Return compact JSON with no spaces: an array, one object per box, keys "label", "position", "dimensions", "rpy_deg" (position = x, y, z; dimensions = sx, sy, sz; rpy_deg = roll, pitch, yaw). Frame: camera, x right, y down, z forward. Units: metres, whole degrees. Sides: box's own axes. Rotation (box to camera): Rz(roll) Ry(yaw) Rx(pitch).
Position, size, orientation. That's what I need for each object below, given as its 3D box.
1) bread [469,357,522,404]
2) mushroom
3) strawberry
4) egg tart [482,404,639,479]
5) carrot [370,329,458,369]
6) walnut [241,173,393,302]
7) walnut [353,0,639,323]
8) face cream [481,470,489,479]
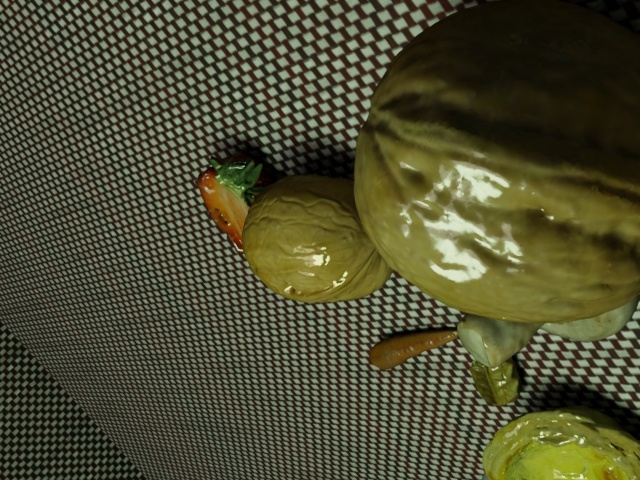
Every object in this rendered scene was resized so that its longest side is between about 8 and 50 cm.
[{"label":"bread","position":[0.250,0.191,1.593],"dimensions":[0.066,0.060,0.110],"rpy_deg":[-10,129,20]},{"label":"mushroom","position":[0.247,0.035,1.252],"dimensions":[0.206,0.209,0.206],"rpy_deg":[24,122,45]},{"label":"strawberry","position":[-0.107,-0.060,1.658],"dimensions":[0.140,0.085,0.192],"rpy_deg":[-8,125,53]},{"label":"egg tart","position":[0.367,0.327,1.569],"dimensions":[0.279,0.095,0.279],"rpy_deg":[16,136,17]},{"label":"carrot","position":[0.144,0.160,1.699],"dimensions":[0.048,0.048,0.216],"rpy_deg":[48,146,-10]},{"label":"walnut","position":[0.000,0.000,1.514],"dimensions":[0.226,0.193,0.193],"rpy_deg":[9,137,42]},{"label":"walnut","position":[0.198,-0.072,1.058],"dimensions":[0.333,0.333,0.333],"rpy_deg":[30,149,20]},{"label":"face cream","position":[0.309,0.377,1.720],"dimensions":[0.117,0.104,0.117],"rpy_deg":[30,150,20]}]
